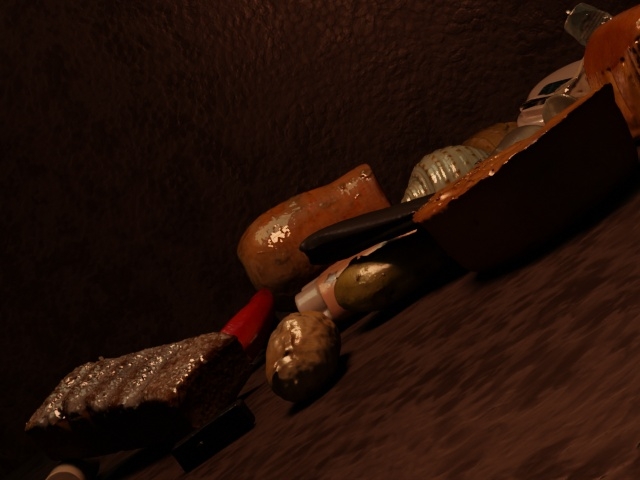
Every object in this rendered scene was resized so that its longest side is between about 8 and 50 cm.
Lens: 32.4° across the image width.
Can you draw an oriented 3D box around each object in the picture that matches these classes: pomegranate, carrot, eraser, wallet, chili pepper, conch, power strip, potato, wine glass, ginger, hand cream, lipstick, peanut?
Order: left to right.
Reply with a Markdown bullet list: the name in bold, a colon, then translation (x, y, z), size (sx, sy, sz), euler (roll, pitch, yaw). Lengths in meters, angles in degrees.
- **lipstick**: translation (-0.426, 0.407, 1.894), size (0.070, 0.070, 0.254), euler (-36, 2, -6)
- **power strip**: translation (-0.135, 0.245, 1.380), size (0.111, 0.038, 0.029), euler (-36, 3, 7)
- **chili pepper**: translation (-0.172, 0.204, 1.956), size (0.368, 0.092, 0.137), euler (-40, 11, -35)
- **pomegranate**: translation (-0.111, 0.165, 2.097), size (0.073, 0.084, 0.073), euler (-42, -1, -1)
- **peanut**: translation (-0.017, 0.136, 1.353), size (0.099, 0.099, 0.214), euler (-35, -3, 10)
- **carrot**: translation (0.000, 0.000, 2.305), size (0.341, 0.224, 0.224), euler (-29, 2, -5)
- **eraser**: translation (0.104, 0.033, 1.704), size (0.290, 0.087, 0.171), euler (-34, 1, 10)
- **wallet**: translation (0.101, -0.027, 1.505), size (0.168, 0.052, 0.245), euler (-25, 4, -44)
- **potato**: translation (0.104, 0.042, 1.492), size (0.188, 0.085, 0.105), euler (-31, 21, 6)
- **conch**: translation (0.224, -0.097, 1.854), size (0.200, 0.131, 0.172), euler (-34, -17, -13)
- **ginger**: translation (0.310, -0.146, 2.148), size (0.263, 0.116, 0.109), euler (-44, -33, -43)
- **wine glass**: translation (0.296, -0.110, 1.590), size (0.231, 0.103, 0.103), euler (-40, 4, -26)
- **hand cream**: translation (0.450, -0.283, 1.636), size (0.052, 0.248, 0.075), euler (24, -71, -48)

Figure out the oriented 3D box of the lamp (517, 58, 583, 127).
- **lamp**: translation (0.435, -0.228, 1.889), size (0.179, 0.108, 0.246), euler (-12, 22, 49)

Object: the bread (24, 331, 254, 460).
- **bread**: translation (-0.296, 0.253, 1.767), size (0.416, 0.113, 0.165), euler (-18, 25, 41)

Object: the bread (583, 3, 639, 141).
- **bread**: translation (0.446, -0.241, 1.417), size (0.204, 0.156, 0.288), euler (-33, 1, -6)

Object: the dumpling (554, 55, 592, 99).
- **dumpling**: translation (0.487, -0.285, 1.748), size (0.247, 0.142, 0.172), euler (-18, 9, 18)

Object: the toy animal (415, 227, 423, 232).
- **toy animal**: translation (0.142, 0.026, 1.560), size (0.159, 0.070, 0.083), euler (-40, 40, 5)

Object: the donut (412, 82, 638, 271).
- **donut**: translation (0.244, -0.064, 1.276), size (0.277, 0.108, 0.277), euler (-36, 2, 1)
